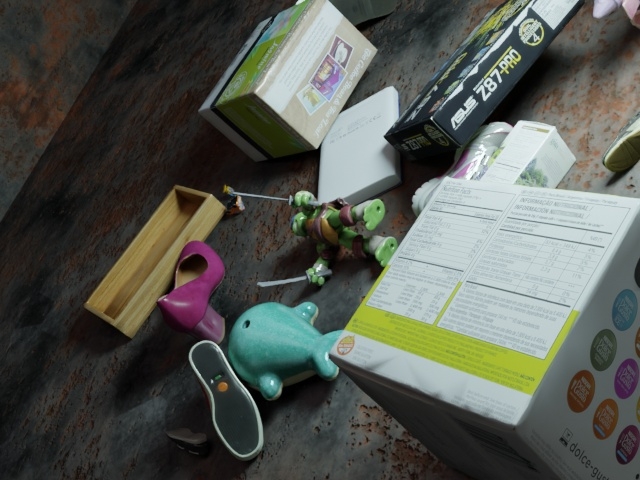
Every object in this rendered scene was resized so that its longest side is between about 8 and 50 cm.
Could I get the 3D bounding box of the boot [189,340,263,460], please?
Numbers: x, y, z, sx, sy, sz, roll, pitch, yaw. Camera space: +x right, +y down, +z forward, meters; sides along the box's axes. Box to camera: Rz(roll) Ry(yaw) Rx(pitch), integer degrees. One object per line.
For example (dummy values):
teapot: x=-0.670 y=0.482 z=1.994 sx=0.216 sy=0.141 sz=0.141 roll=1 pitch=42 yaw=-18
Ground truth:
boot: x=-0.180 y=0.328 z=1.753 sx=0.088 sy=0.176 sz=0.244 roll=-24 pitch=70 yaw=-10

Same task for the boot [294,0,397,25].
boot: x=0.051 y=-0.620 z=2.385 sx=0.305 sy=0.112 sz=0.115 roll=-15 pitch=12 yaw=-26

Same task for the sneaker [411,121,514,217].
sneaker: x=0.298 y=-0.116 z=1.708 sx=0.252 sy=0.103 sz=0.111 roll=-49 pitch=38 yaw=5

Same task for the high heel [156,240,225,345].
high heel: x=-0.314 y=0.078 z=2.051 sx=0.127 sy=0.181 sz=0.377 roll=-39 pitch=35 yaw=8

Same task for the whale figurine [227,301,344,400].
whale figurine: x=-0.070 y=0.201 z=1.709 sx=0.272 sy=0.141 sz=0.216 roll=0 pitch=54 yaw=46

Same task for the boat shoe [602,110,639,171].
boat shoe: x=0.547 y=-0.178 z=1.550 sx=0.152 sy=0.056 sz=0.049 roll=-40 pitch=29 yaw=-10

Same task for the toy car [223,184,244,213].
toy car: x=-0.218 y=-0.113 z=2.273 sx=0.060 sy=0.040 sz=0.122 roll=-51 pitch=31 yaw=30

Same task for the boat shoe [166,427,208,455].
boat shoe: x=-0.270 y=0.408 z=1.793 sx=0.125 sy=0.038 sz=0.046 roll=-1 pitch=11 yaw=45

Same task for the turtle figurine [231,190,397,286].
turtle figurine: x=0.000 y=0.000 z=1.806 sx=0.266 sy=0.275 sz=0.198 roll=1 pitch=89 yaw=41

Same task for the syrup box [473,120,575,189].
syrup box: x=0.354 y=-0.100 z=1.626 sx=0.237 sy=0.093 sz=0.096 roll=-52 pitch=35 yaw=-11

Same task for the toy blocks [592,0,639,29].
toy blocks: x=0.571 y=-0.500 z=1.656 sx=0.309 sy=0.288 sz=0.260 roll=19 pitch=73 yaw=51

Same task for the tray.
tray: x=-0.431 y=0.047 z=2.302 sx=0.203 sy=0.076 sz=0.411 roll=17 pitch=68 yaw=52

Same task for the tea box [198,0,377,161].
tea box: x=-0.086 y=-0.403 z=2.242 sx=0.323 sy=0.220 sz=0.329 roll=-3 pitch=52 yaw=56

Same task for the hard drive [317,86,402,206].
hard drive: x=0.090 y=-0.207 z=2.054 sx=0.210 sy=0.040 sz=0.318 roll=-26 pitch=39 yaw=26

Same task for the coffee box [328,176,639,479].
coffee box: x=0.293 y=0.150 z=1.216 sx=0.338 sy=0.337 sz=0.334 roll=12 pitch=63 yaw=51

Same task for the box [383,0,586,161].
box: x=0.325 y=-0.345 z=1.812 sx=0.395 sy=0.097 sz=0.318 roll=-50 pitch=8 yaw=-7
